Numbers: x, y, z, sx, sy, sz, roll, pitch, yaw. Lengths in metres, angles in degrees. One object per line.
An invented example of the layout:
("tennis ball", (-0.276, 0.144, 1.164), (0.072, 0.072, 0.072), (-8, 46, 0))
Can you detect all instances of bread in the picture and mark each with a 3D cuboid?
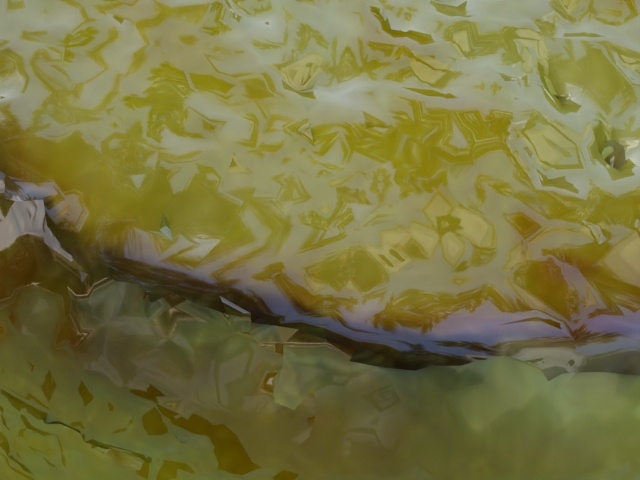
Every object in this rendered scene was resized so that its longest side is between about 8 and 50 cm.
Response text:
("bread", (0.018, -0.028, 0.592), (0.398, 0.398, 0.215), (-25, -28, -28))
